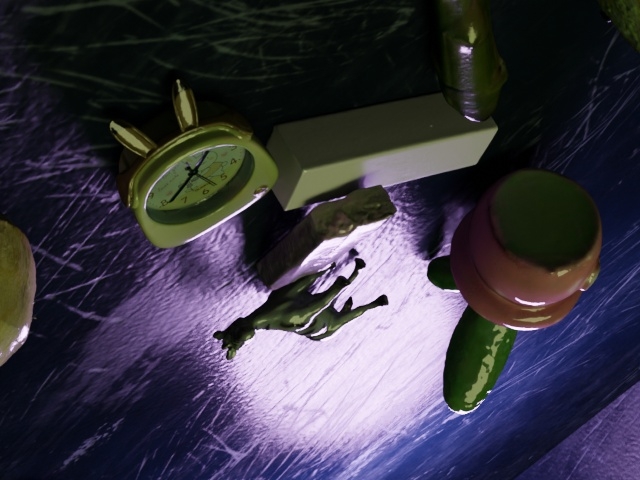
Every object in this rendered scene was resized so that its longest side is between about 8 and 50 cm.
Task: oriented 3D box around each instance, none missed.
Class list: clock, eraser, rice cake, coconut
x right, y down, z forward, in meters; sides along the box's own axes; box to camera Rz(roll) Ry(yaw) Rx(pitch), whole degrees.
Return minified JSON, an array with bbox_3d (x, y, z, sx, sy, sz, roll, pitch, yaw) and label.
[{"bbox_3d":[-0.147,-0.088,1.504,0.170,0.069,0.232,-30,153,-1],"label":"clock"},{"bbox_3d":[0.074,-0.116,1.686,0.298,0.076,0.078,-14,150,-32],"label":"eraser"},{"bbox_3d":[-0.001,0.000,1.753,0.106,0.050,0.298,-21,173,-20],"label":"rice cake"},{"bbox_3d":[-0.373,0.036,1.366,0.194,0.194,0.194,-25,154,-13],"label":"coconut"}]

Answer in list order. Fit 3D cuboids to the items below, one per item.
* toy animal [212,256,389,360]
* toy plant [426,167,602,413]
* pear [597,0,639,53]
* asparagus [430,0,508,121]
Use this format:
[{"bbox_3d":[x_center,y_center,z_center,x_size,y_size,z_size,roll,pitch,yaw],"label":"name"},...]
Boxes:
[{"bbox_3d":[-0.020,0.089,1.951,0.255,0.090,0.170,0,145,-44],"label":"toy animal"},{"bbox_3d":[0.279,0.063,2.049,0.317,0.210,0.356,-65,-177,-28],"label":"toy plant"},{"bbox_3d":[0.445,-0.347,1.587,0.238,0.164,0.255,-30,153,2],"label":"pear"},{"bbox_3d":[0.161,-0.250,1.539,0.082,0.085,0.343,-24,150,-1],"label":"asparagus"}]
